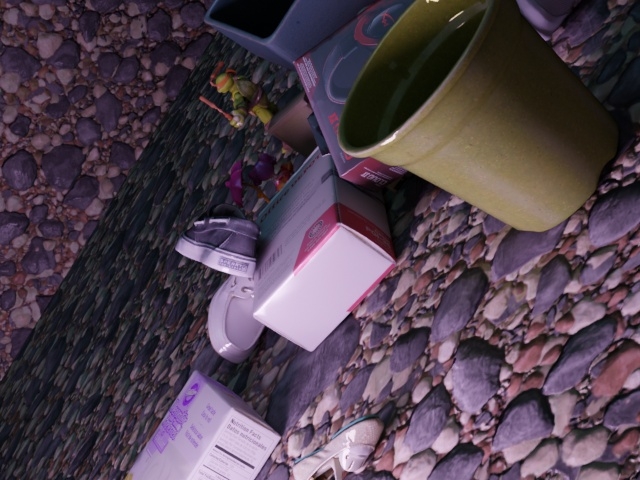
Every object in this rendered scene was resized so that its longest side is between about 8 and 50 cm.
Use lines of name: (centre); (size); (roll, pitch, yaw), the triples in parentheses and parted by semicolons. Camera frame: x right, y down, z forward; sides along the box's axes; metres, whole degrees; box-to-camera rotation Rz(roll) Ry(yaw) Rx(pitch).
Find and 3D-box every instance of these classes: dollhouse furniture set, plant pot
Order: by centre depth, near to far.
plant pot: (0.202, -0.147, 1.413); (0.276, 0.254, 0.276); (-45, 23, 25)
dollhouse furniture set: (0.026, -0.252, 2.101); (0.212, 0.161, 0.242); (-37, 28, 42)
plant pot: (-0.023, -0.439, 2.329); (0.247, 0.252, 0.248); (30, 85, 49)

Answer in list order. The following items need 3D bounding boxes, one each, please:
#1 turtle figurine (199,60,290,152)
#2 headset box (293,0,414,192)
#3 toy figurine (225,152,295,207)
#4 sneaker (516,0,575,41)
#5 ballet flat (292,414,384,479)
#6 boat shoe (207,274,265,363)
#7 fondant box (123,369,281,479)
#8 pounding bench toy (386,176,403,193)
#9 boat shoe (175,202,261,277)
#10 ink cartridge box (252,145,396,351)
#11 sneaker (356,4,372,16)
turtle figurine: (-0.135, -0.285, 2.432); (0.087, 0.217, 0.269); (-49, 21, 17)
headset box: (0.108, -0.226, 1.742); (0.293, 0.110, 0.218); (-32, 63, 24)
toy figurine: (-0.083, -0.093, 2.107); (0.173, 0.159, 0.130); (-51, 21, 11)
sneaker: (0.369, -0.444, 1.659); (0.210, 0.137, 0.366); (-28, 31, 55)
ballet flat: (0.028, 0.271, 1.477); (0.168, 0.057, 0.052); (-42, 52, 41)
boat shoe: (-0.110, 0.080, 1.989); (0.096, 0.098, 0.277); (-39, 25, 40)
fondant box: (-0.214, 0.377, 1.775); (0.330, 0.096, 0.238); (-56, 20, -5)
pounding bench toy: (0.099, -0.127, 1.859); (0.065, 0.083, 0.052); (-53, 20, 9)
boat shoe: (-0.158, -0.009, 1.905); (0.301, 0.108, 0.102); (-165, 92, -75)
ink cartridge box: (0.000, 0.000, 1.836); (0.207, 0.117, 0.283); (-48, 22, 22)
sneaker: (0.139, -0.273, 1.870); (0.118, 0.110, 0.292); (-45, 49, 33)
